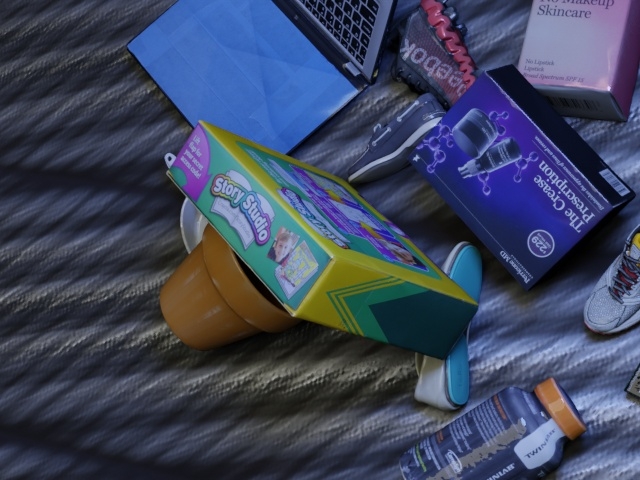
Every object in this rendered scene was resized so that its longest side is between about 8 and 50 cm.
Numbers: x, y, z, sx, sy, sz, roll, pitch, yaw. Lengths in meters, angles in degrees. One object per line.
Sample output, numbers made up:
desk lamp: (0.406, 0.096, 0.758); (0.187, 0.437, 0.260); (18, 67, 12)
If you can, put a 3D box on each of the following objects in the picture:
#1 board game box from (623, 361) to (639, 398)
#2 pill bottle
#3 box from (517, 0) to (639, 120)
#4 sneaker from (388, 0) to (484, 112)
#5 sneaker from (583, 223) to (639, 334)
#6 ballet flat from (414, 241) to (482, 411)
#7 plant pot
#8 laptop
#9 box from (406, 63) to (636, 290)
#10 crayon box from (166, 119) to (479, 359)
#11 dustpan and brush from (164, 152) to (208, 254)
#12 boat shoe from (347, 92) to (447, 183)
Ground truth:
board game box: (0.535, 0.125, 1.802); (0.136, 0.030, 0.260); (29, 87, 30)
pill bottle: (0.241, 0.287, 1.819); (0.245, 0.130, 0.130); (-35, 64, 10)
box: (0.390, -0.307, 1.942); (0.148, 0.127, 0.232); (8, 78, 26)
sneaker: (0.185, -0.248, 2.029); (0.135, 0.097, 0.276); (-29, 63, 13)
sneaker: (0.436, 0.031, 1.827); (0.088, 0.092, 0.225); (45, 105, 36)
ballet flat: (0.178, 0.123, 1.931); (0.086, 0.086, 0.248); (3, 76, 24)
plant pot: (-0.137, 0.070, 2.024); (0.188, 0.205, 0.205); (-33, 63, 28)
laptop: (-0.100, -0.378, 2.114); (0.236, 0.408, 0.382); (-24, 59, -30)
box: (0.280, -0.090, 1.870); (0.261, 0.103, 0.184); (49, 123, 13)
crayon box: (0.000, 0.000, 1.857); (0.106, 0.313, 0.363); (-58, 46, 14)
dustpan and brush: (-0.186, -0.060, 2.148); (0.147, 0.060, 0.211); (-41, 63, 7)
boat shoe: (0.113, -0.152, 2.016); (0.206, 0.075, 0.065); (-34, 69, 40)
